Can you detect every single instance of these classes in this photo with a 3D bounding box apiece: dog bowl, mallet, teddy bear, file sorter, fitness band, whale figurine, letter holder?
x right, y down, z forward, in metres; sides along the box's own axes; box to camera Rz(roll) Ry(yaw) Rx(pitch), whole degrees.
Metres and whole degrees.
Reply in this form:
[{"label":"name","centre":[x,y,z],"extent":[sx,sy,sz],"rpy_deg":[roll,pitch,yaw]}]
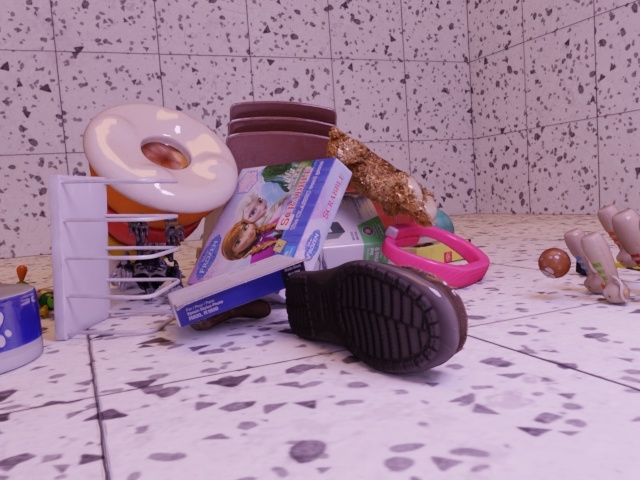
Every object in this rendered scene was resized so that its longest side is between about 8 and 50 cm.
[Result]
[{"label":"dog bowl","centre":[-0.556,0.135,0.861],"extent":[0.265,0.104,0.265],"rpy_deg":[-4,4,0]},{"label":"mallet","centre":[0.637,0.043,1.232],"extent":[0.189,0.062,0.039],"rpy_deg":[0,7,37]},{"label":"teddy bear","centre":[0.121,-0.132,1.324],"extent":[0.338,0.113,0.245],"rpy_deg":[38,5,22]},{"label":"file sorter","centre":[-0.358,0.023,1.062],"extent":[0.173,0.278,0.193],"rpy_deg":[1,5,3]},{"label":"fitness band","centre":[0.259,0.027,1.297],"extent":[0.209,0.054,0.291],"rpy_deg":[29,21,29]},{"label":"whale figurine","centre":[0.315,-0.038,1.986],"extent":[0.272,0.141,0.216],"rpy_deg":[-2,6,30]},{"label":"letter holder","centre":[-0.101,-0.270,1.591],"extent":[0.302,0.214,0.152],"rpy_deg":[2,12,-5]}]

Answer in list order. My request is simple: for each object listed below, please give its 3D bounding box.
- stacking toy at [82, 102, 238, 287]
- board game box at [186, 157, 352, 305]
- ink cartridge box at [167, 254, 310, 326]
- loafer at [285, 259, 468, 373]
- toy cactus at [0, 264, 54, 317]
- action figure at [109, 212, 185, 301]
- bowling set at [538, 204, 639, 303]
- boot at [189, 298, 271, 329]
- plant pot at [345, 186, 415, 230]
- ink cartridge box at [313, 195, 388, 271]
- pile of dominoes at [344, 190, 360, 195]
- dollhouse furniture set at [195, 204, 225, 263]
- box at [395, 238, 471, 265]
[{"label":"stacking toy","centre":[-0.440,-0.061,1.447],"extent":[0.350,0.350,0.480],"rpy_deg":[-8,-36,-42]},{"label":"board game box","centre":[-0.117,-0.023,1.277],"extent":[0.318,0.319,0.066],"rpy_deg":[0,-30,44]},{"label":"ink cartridge box","centre":[-0.137,0.081,0.975],"extent":[0.223,0.045,0.224],"rpy_deg":[-20,5,-16]},{"label":"loafer","centre":[0.077,0.082,0.796],"extent":[0.130,0.134,0.366],"rpy_deg":[-7,6,-28]},{"label":"toy cactus","centre":[-0.624,0.118,1.253],"extent":[0.219,0.112,0.180],"rpy_deg":[-11,-7,16]},{"label":"action figure","centre":[-0.371,0.063,1.274],"extent":[0.164,0.141,0.276],"rpy_deg":[7,-39,-14]},{"label":"bowling set","centre":[0.498,0.048,1.027],"extent":[0.200,0.154,0.287],"rpy_deg":[-27,1,13]},{"label":"boot","centre":[-0.157,0.130,1.012],"extent":[0.106,0.037,0.114],"rpy_deg":[-8,2,33]},{"label":"plant pot","centre":[0.089,-0.045,1.718],"extent":[0.265,0.272,0.272],"rpy_deg":[-20,14,-41]},{"label":"ink cartridge box","centre":[0.000,0.000,1.422],"extent":[0.289,0.121,0.211],"rpy_deg":[-5,38,-12]},{"label":"pile of dominoes","centre":[0.005,-0.134,1.521],"extent":[0.251,0.040,0.196],"rpy_deg":[0,7,35]},{"label":"dollhouse furniture set","centre":[-0.206,-0.055,1.765],"extent":[0.303,0.286,0.198],"rpy_deg":[10,9,22]},{"label":"box","centre":[0.316,0.034,1.631],"extent":[0.232,0.058,0.087],"rpy_deg":[-7,6,-40]}]
